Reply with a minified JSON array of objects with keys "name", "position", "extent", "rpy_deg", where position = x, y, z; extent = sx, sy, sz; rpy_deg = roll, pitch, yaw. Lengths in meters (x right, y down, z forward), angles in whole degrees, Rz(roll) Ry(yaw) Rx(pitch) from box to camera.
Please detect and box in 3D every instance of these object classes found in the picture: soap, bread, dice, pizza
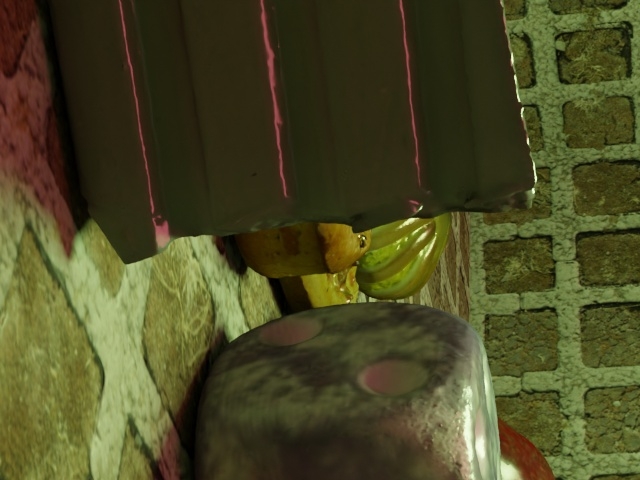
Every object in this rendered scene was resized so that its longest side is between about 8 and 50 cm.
[{"name":"soap","position":[-0.030,-0.232,1.196],"extent":[0.213,0.350,0.435],"rpy_deg":[-60,141,-70]},{"name":"bread","position":[0.113,-0.061,2.326],"extent":[0.333,0.160,0.333],"rpy_deg":[-3,90,-78]},{"name":"dice","position":[0.036,0.228,1.528],"extent":[0.271,0.270,0.270],"rpy_deg":[-70,153,-66]},{"name":"pizza","position":[0.002,0.033,1.944],"extent":[0.258,0.087,0.268],"rpy_deg":[-74,160,-53]},{"name":"bread","position":[-0.025,-0.081,1.686],"extent":[0.268,0.146,0.268],"rpy_deg":[-8,90,-81]}]

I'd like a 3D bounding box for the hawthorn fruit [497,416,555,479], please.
[{"name":"hawthorn fruit","position":[0.176,0.369,2.156],"extent":[0.325,0.308,0.308],"rpy_deg":[37,48,-63]}]
